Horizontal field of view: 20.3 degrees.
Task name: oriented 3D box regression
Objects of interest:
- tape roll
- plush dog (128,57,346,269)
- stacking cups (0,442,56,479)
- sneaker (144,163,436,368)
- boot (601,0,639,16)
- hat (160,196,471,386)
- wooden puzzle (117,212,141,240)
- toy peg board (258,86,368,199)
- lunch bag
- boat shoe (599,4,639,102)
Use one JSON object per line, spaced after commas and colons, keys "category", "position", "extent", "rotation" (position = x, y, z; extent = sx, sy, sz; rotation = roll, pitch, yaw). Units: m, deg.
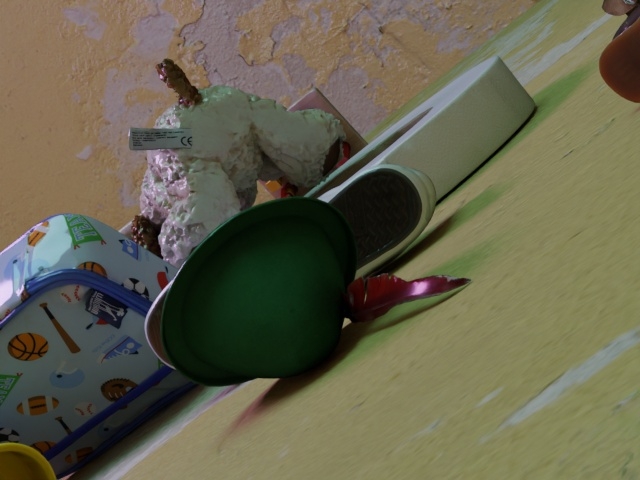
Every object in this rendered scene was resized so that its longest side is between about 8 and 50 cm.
{"category": "tape roll", "position": [0.058, -0.053, 1.902], "extent": [0.392, 0.072, 0.392], "rotation": [-38, 5, 4]}
{"category": "plush dog", "position": [-0.134, -0.077, 1.995], "extent": [0.262, 0.210, 0.225], "rotation": [-41, -5, -27]}
{"category": "stacking cups", "position": [-0.352, 0.232, 1.723], "extent": [0.096, 0.096, 0.316], "rotation": [-40, 17, -24]}
{"category": "sneaker", "position": [-0.017, 0.029, 1.579], "extent": [0.290, 0.106, 0.123], "rotation": [-29, -3, 17]}
{"category": "boot", "position": [0.346, -0.264, 1.768], "extent": [0.305, 0.112, 0.115], "rotation": [-96, 28, -80]}
{"category": "hat", "position": [-0.001, 0.082, 1.293], "extent": [0.173, 0.183, 0.208], "rotation": [-33, -39, -13]}
{"category": "wooden puzzle", "position": [-0.267, 0.109, 2.289], "extent": [0.348, 0.080, 0.322], "rotation": [-43, -20, -7]}
{"category": "toy peg board", "position": [-0.017, -0.108, 2.617], "extent": [0.161, 0.160, 0.079], "rotation": [-37, 20, 17]}
{"category": "lunch bag", "position": [-0.254, 0.116, 1.783], "extent": [0.303, 0.243, 0.115], "rotation": [-35, 40, 25]}
{"category": "boat shoe", "position": [0.268, -0.161, 1.270], "extent": [0.073, 0.073, 0.207], "rotation": [-42, 5, -19]}
